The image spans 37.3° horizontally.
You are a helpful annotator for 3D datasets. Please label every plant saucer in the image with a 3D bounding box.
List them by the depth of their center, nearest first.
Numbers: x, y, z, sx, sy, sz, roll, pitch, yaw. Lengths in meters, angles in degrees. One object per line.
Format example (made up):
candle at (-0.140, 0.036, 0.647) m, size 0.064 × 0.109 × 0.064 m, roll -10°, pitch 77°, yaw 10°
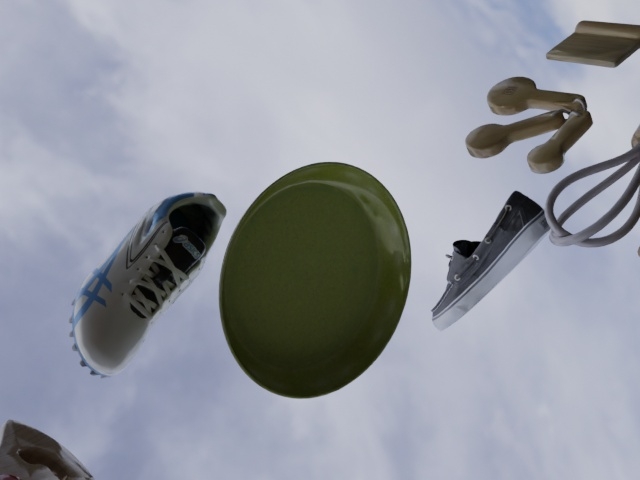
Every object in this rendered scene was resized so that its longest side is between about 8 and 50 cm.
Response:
plant saucer at (-0.008, 0.039, 0.959) m, size 0.241 × 0.241 × 0.037 m, roll 14°, pitch -179°, yaw -38°

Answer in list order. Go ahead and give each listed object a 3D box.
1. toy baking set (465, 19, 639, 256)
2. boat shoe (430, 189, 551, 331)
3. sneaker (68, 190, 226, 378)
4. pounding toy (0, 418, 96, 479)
toy baking set at (0.207, -0.073, 0.607) m, size 0.030 × 0.197 × 0.256 m, roll 61°, pitch 178°, yaw -36°
boat shoe at (0.197, 0.025, 1.185) m, size 0.076 × 0.228 × 0.080 m, roll 46°, pitch -137°, yaw 11°
sneaker at (-0.165, 0.032, 0.928) m, size 0.085 × 0.086 × 0.237 m, roll 47°, pitch -137°, yaw -21°
pounding toy at (-0.194, 0.173, 0.638) m, size 0.154 × 0.155 × 0.269 m, roll 42°, pitch -172°, yaw 26°
